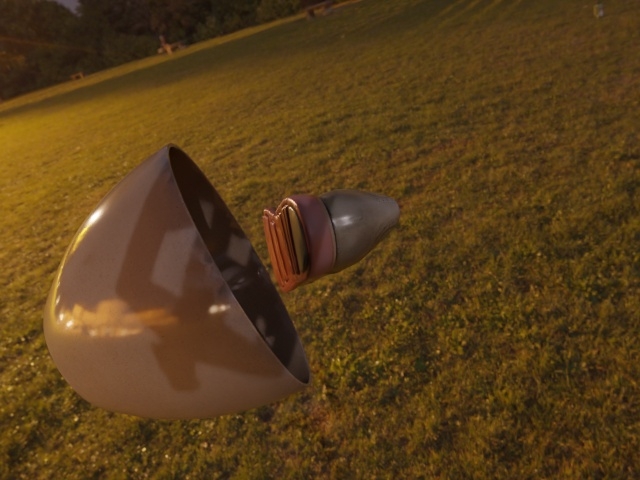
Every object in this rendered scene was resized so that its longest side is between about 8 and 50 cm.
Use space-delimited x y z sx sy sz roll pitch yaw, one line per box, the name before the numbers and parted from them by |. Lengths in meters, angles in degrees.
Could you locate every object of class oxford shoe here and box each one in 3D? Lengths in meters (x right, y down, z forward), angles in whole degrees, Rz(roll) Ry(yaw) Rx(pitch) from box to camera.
oxford shoe | 0.000 0.000 0.778 0.147 0.140 0.397 -14 3 -14

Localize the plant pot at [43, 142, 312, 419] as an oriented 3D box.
plant pot | -0.161 0.069 0.525 0.191 0.284 0.284 -29 27 0
